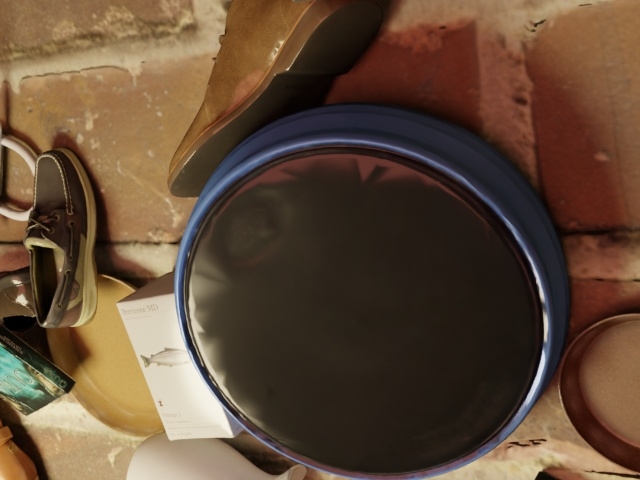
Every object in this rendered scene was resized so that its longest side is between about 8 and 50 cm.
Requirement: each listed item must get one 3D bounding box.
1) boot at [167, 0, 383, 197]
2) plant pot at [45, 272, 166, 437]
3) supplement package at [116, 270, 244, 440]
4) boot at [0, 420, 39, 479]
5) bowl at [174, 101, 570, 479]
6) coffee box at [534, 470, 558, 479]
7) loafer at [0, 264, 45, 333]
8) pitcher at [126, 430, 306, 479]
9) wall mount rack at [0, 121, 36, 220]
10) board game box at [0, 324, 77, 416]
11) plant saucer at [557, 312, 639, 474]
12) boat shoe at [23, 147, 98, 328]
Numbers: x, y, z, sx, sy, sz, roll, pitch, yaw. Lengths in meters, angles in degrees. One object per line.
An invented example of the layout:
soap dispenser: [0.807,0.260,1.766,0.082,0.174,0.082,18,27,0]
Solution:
boot: [-0.066,-0.161,0.884,0.305,0.112,0.115,-46,64,32]
plant pot: [-0.261,0.146,1.160,0.236,0.032,0.236,13,117,26]
supplement package: [-0.139,0.128,1.031,0.105,0.105,0.179,-11,104,35]
boot: [-0.565,0.363,1.386,0.283,0.109,0.220,-14,104,32]
bowl: [0.040,0.064,0.861,0.391,0.077,0.391,6,114,14]
coffee box: [0.243,0.343,0.931,0.113,0.040,0.184,28,122,19]
loafer: [-0.421,0.091,1.183,0.220,0.080,0.078,-21,91,48]
pitcher: [-0.134,0.334,1.097,0.207,0.125,0.178,12,96,19]
wall mount rack: [-0.514,-0.149,1.126,0.350,0.130,0.304,24,121,20]
board game box: [-0.421,0.183,1.223,0.126,0.026,0.186,41,144,-15]
plant saucer: [0.305,0.139,0.815,0.168,0.029,0.168,13,117,27]
boat shoe: [-0.323,-0.001,1.085,0.080,0.073,0.224,-2,95,32]
